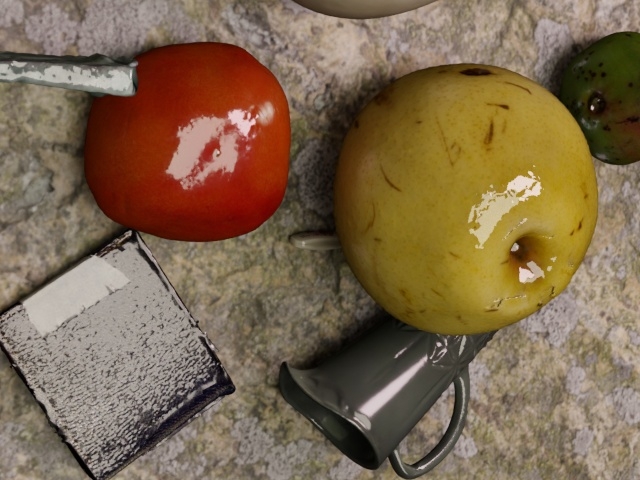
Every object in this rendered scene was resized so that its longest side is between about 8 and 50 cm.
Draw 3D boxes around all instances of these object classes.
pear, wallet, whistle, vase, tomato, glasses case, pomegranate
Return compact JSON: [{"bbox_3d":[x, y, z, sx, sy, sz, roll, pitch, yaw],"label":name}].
[{"bbox_3d":[0.181,-0.051,1.896,0.348,0.348,0.348,-8,107,-27],"label":"pear"},{"bbox_3d":[-0.253,0.144,1.867,0.221,0.071,0.262,-34,114,-11],"label":"wallet"},{"bbox_3d":[-0.403,-0.156,1.613,0.404,0.168,0.188,-29,108,-11],"label":"whistle"},{"bbox_3d":[0.119,0.174,2.029,0.301,0.156,0.251,-40,105,-21],"label":"vase"},{"bbox_3d":[-0.150,-0.113,1.783,0.259,0.180,0.260,-6,103,-26],"label":"tomato"},{"bbox_3d":[0.000,0.000,1.977,0.083,0.032,0.021,-2,109,-28],"label":"glasses case"},{"bbox_3d":[0.437,-0.200,2.089,0.224,0.181,0.181,-14,110,-41],"label":"pomegranate"}]

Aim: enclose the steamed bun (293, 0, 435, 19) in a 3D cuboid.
[{"bbox_3d":[0.080,-0.418,1.741,0.374,0.334,0.334,-36,117,-17],"label":"steamed bun"}]
